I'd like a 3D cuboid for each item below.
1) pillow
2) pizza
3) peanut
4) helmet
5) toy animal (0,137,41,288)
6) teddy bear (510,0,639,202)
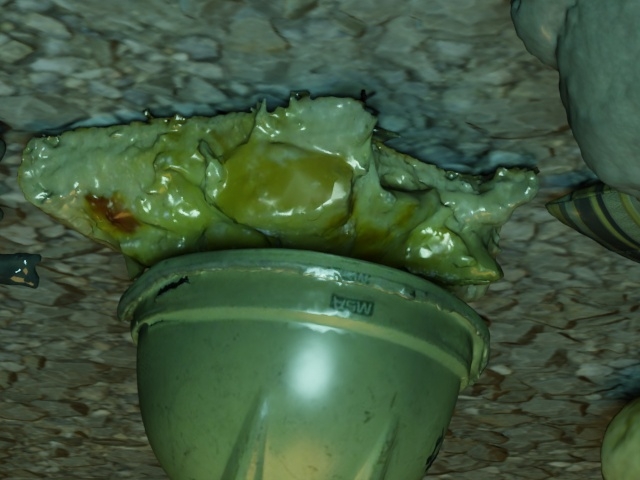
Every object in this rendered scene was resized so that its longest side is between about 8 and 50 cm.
[{"bbox_3d":[0.238,-0.022,1.078,0.203,0.038,0.113,-16,152,38],"label":"pillow"},{"bbox_3d":[0.000,0.000,1.099,0.323,0.089,0.223,19,155,-37],"label":"pizza"},{"bbox_3d":[0.282,0.164,1.434,0.159,0.109,0.140,21,151,-35],"label":"peanut"},{"bbox_3d":[-0.020,0.103,1.058,0.204,0.137,0.257,12,164,-8],"label":"helmet"},{"bbox_3d":[-0.250,-0.021,1.068,0.148,0.085,0.232,-12,157,33],"label":"toy animal"},{"bbox_3d":[0.214,-0.089,0.752,0.236,0.151,0.267,42,150,-13],"label":"teddy bear"}]
